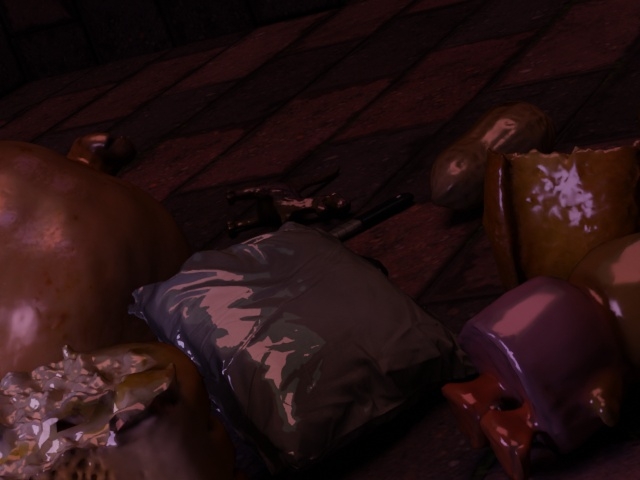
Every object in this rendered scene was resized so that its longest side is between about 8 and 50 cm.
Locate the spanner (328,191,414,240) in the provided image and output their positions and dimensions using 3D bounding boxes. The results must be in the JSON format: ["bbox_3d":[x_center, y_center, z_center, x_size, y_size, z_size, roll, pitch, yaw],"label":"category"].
[{"bbox_3d":[0.000,0.000,2.392,0.316,0.024,0.087,-28,14,-25],"label":"spanner"}]

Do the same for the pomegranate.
[{"bbox_3d":[-0.322,0.055,1.968,0.411,0.411,0.411,-18,17,6],"label":"pomegranate"}]

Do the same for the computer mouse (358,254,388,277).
[{"bbox_3d":[0.013,0.054,2.159,0.172,0.057,0.099,8,28,34],"label":"computer mouse"}]

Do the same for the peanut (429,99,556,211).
[{"bbox_3d":[0.235,-0.116,2.340,0.120,0.110,0.236,11,35,44],"label":"peanut"}]

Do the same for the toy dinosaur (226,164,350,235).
[{"bbox_3d":[-0.049,-0.060,2.589,0.200,0.072,0.251,-11,4,-5],"label":"toy dinosaur"}]

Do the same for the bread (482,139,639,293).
[{"bbox_3d":[0.292,0.001,1.776,0.194,0.179,0.340,-3,-5,25],"label":"bread"}]

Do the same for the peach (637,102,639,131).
[{"bbox_3d":[0.528,-0.184,2.185,0.251,0.153,0.251,-34,13,9],"label":"peach"}]

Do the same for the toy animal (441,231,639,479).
[{"bbox_3d":[0.254,0.091,1.583,0.281,0.169,0.195,-24,31,-15],"label":"toy animal"}]

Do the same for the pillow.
[{"bbox_3d":[-0.016,0.101,1.797,0.283,0.138,0.310,-23,49,-33],"label":"pillow"}]

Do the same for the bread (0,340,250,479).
[{"bbox_3d":[-0.219,0.230,1.511,0.316,0.270,0.211,-28,32,-1],"label":"bread"}]
